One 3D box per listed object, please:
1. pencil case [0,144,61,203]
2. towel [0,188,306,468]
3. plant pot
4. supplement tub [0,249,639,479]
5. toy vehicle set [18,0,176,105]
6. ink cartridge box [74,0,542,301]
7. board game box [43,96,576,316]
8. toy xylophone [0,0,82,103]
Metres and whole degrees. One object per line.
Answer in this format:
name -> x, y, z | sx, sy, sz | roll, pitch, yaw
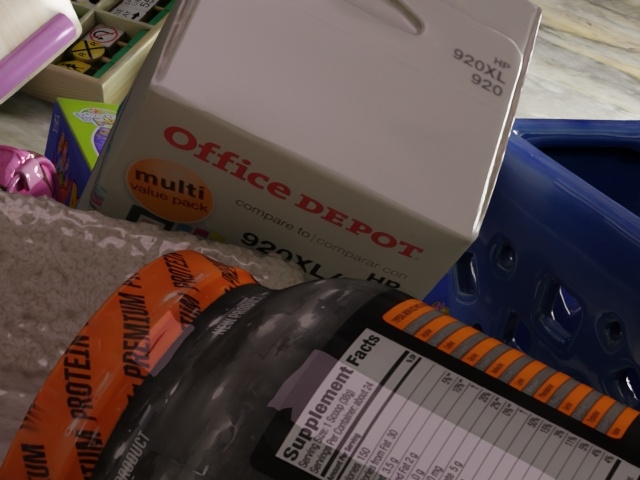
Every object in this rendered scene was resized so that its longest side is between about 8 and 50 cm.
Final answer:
pencil case -> -0.261, -0.049, 1.052 | 0.209, 0.098, 0.095 | 23, 23, 17
towel -> -0.154, 0.065, 0.742 | 0.282, 0.187, 0.049 | 12, -14, -7
plant pot -> 0.205, 0.073, 0.909 | 0.236, 0.212, 0.236 | -1, 26, -36
supplement tub -> 0.058, 0.147, 0.606 | 0.338, 0.207, 0.207 | 27, 24, 16
toy vehicle set -> -0.184, -0.210, 1.430 | 0.166, 0.035, 0.267 | 18, 44, 19
ink cartridge box -> -0.023, -0.040, 0.874 | 0.171, 0.233, 0.168 | 25, 53, -9
board game box -> 0.000, 0.000, 1.133 | 0.347, 0.078, 0.233 | 6, 23, -23
toy xylophone -> -0.364, -0.206, 1.338 | 0.236, 0.081, 0.322 | -37, 56, -23
